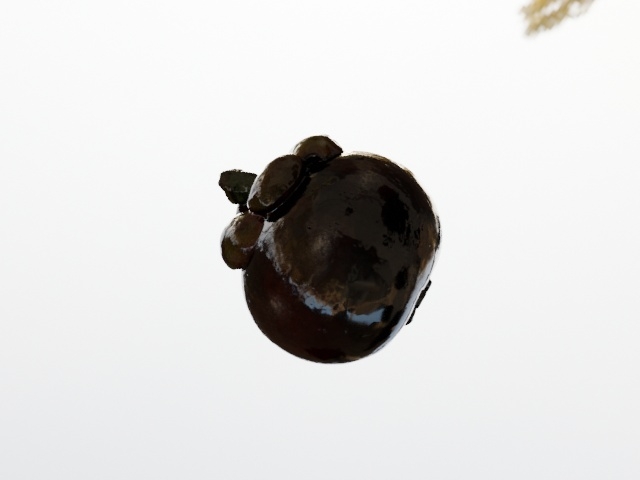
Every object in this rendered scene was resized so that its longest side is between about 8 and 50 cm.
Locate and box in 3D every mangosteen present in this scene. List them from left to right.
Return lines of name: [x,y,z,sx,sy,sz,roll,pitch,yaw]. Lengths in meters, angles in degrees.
mangosteen: [0.000,0.000,0.760,0.140,0.140,0.140,21,-144,-16]
